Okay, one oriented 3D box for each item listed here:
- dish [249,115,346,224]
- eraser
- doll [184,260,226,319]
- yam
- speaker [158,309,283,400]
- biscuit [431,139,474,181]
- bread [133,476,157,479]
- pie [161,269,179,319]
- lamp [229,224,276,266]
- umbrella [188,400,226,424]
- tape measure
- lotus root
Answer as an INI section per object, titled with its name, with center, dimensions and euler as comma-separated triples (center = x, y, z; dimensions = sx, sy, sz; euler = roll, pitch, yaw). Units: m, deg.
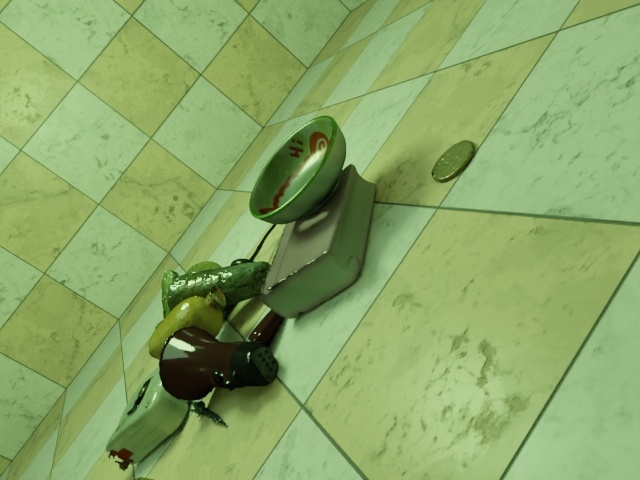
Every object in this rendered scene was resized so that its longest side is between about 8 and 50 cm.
[dish]
center = -0.036, -0.160, 1.432
dimensions = 0.324, 0.124, 0.324
euler = -37, 31, 28
[eraser]
center = 0.000, 0.000, 1.413
dimensions = 0.272, 0.122, 0.359
euler = -33, 27, 33
[doll]
center = -0.386, 0.164, 1.889
dimensions = 0.177, 0.161, 0.260
euler = -57, 24, -9
[yam]
center = -0.294, 0.136, 1.666
dimensions = 0.330, 0.133, 0.133
euler = -15, 31, 11
[speaker]
center = -0.213, 0.299, 1.403
dimensions = 0.329, 0.198, 0.259
euler = -12, 2, 38
[biscuit]
center = 0.297, -0.179, 1.233
dimensions = 0.120, 0.015, 0.120
euler = -42, 22, 22
[bread]
center = -0.449, 0.667, 1.263
dimensions = 0.241, 0.107, 0.136
euler = -47, 24, 14
[pie]
center = -0.517, 0.260, 1.927
dimensions = 0.306, 0.071, 0.307
euler = 173, 90, -75
[lamp]
center = -0.160, 0.006, 1.850
dimensions = 0.130, 0.108, 0.371
euler = -47, 3, 46
[umbrella]
center = -0.302, 0.447, 1.418
dimensions = 0.044, 0.044, 0.269
euler = -24, 10, -26
[tape measure]
center = -0.495, 0.496, 1.613
dimensions = 0.258, 0.130, 0.265
euler = -44, 22, 26
[lotus root]
center = -0.383, 0.258, 1.580
dimensions = 0.303, 0.146, 0.131
euler = -41, 54, 16
